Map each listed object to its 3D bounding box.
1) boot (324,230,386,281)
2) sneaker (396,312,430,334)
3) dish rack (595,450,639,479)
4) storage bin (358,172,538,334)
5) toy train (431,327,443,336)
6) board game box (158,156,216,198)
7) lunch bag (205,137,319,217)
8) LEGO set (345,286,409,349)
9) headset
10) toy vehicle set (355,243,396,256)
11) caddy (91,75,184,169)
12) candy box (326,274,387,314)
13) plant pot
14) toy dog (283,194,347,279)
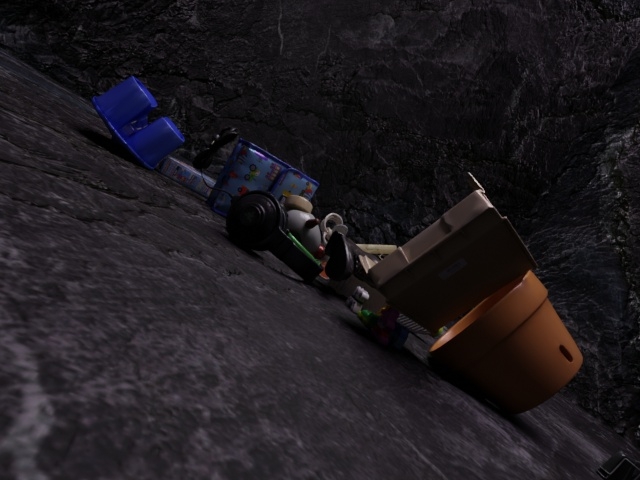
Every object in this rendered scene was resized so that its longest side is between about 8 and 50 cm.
[{"bbox_3d":[0.129,0.067,1.064,0.229,0.091,0.263,27,16,-9],"label":"boot"},{"bbox_3d":[0.261,0.204,1.337,0.282,0.102,0.161,34,0,38],"label":"sneaker"},{"bbox_3d":[0.673,0.509,0.764,0.208,0.074,0.271,30,4,-6],"label":"dish rack"},{"bbox_3d":[0.253,0.038,0.853,0.260,0.262,0.123,36,23,-43],"label":"storage bin"},{"bbox_3d":[0.360,0.271,1.453,0.143,0.105,0.248,49,10,-5],"label":"toy train"},{"bbox_3d":[-0.450,-0.221,1.410,0.194,0.060,0.194,30,3,-46],"label":"board game box"},{"bbox_3d":[-0.161,-0.138,1.307,0.293,0.221,0.138,27,5,-28],"label":"lunch bag"},{"bbox_3d":[0.143,0.154,0.935,0.087,0.093,0.227,31,3,-18],"label":"LEGO set"},{"bbox_3d":[-0.129,-0.072,1.000,0.394,0.185,0.243,43,0,-9],"label":"headset"},{"bbox_3d":[0.145,0.049,1.651,0.266,0.035,0.166,2,-13,-37],"label":"toy vehicle set"},{"bbox_3d":[-0.546,-0.336,1.270,0.241,0.179,0.341,55,-4,-22],"label":"caddy"},{"bbox_3d":[0.127,0.131,1.173,0.196,0.070,0.165,32,13,6],"label":"candy box"},{"bbox_3d":[0.418,0.233,0.942,0.203,0.291,0.291,49,7,15],"label":"plant pot"},{"bbox_3d":[0.000,0.000,1.257,0.161,0.220,0.333,3,-9,44],"label":"toy dog"}]
